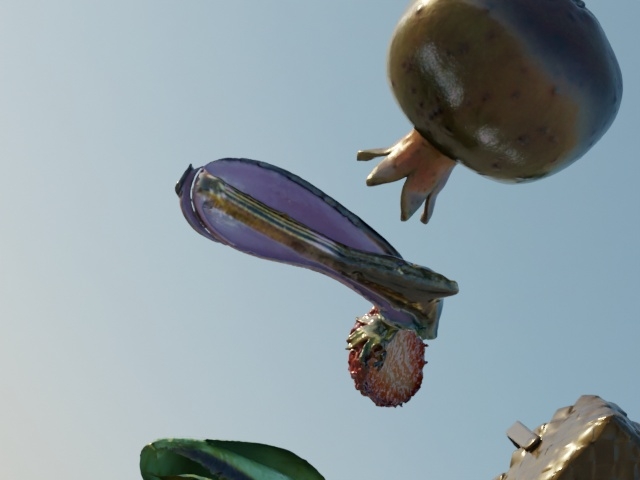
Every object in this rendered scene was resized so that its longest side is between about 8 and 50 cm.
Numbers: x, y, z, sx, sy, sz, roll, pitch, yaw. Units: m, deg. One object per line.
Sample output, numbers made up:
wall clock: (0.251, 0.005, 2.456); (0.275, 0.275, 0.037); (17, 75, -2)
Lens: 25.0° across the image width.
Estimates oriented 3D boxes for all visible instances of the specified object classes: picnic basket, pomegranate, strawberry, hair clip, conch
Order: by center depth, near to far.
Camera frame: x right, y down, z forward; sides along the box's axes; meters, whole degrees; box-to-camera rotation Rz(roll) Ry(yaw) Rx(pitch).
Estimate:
conch: (-0.057, 0.237, 1.271); (0.143, 0.137, 0.250); (60, -5, 20)
hair clip: (0.001, -0.002, 1.644); (0.359, 0.110, 0.095); (26, -1, -13)
pomegranate: (0.205, -0.178, 1.736); (0.291, 0.291, 0.323); (41, -49, 15)
strawberry: (0.087, 0.179, 2.149); (0.087, 0.167, 0.208); (20, -36, 24)
picnic basket: (0.415, 0.400, 2.293); (0.254, 0.291, 0.321); (45, -2, -3)
